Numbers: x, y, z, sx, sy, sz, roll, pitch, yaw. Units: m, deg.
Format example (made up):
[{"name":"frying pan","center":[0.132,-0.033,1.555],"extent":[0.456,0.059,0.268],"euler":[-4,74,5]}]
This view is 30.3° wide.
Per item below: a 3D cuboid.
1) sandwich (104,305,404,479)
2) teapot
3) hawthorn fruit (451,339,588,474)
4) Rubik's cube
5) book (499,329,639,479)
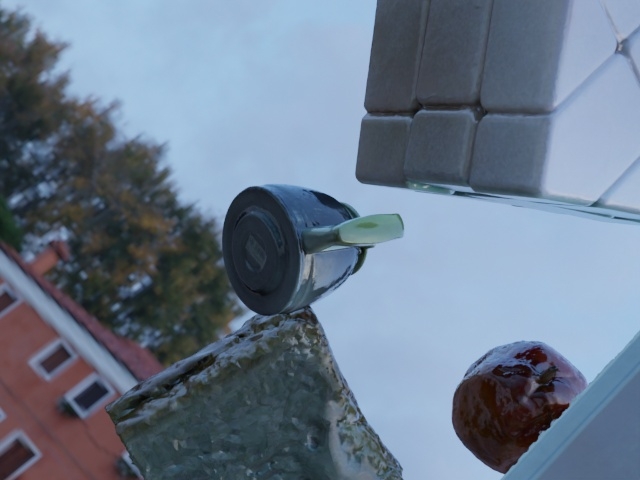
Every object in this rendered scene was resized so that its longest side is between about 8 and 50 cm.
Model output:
[{"name":"sandwich","center":[-0.055,0.260,1.326],"extent":[0.325,0.262,0.131],"euler":[61,-4,-14]},{"name":"teapot","center":[-0.002,0.008,0.832],"extent":[0.124,0.090,0.092],"euler":[28,-61,45]},{"name":"hawthorn fruit","center":[0.238,0.196,1.425],"extent":[0.173,0.173,0.179],"euler":[37,1,30]},{"name":"Rubik's cube","center":[0.262,-0.189,1.279],"extent":[0.316,0.321,0.319],"euler":[11,-87,58]},{"name":"book","center":[0.156,0.080,0.391],"extent":[0.170,0.241,0.018],"euler":[17,-45,45]}]
